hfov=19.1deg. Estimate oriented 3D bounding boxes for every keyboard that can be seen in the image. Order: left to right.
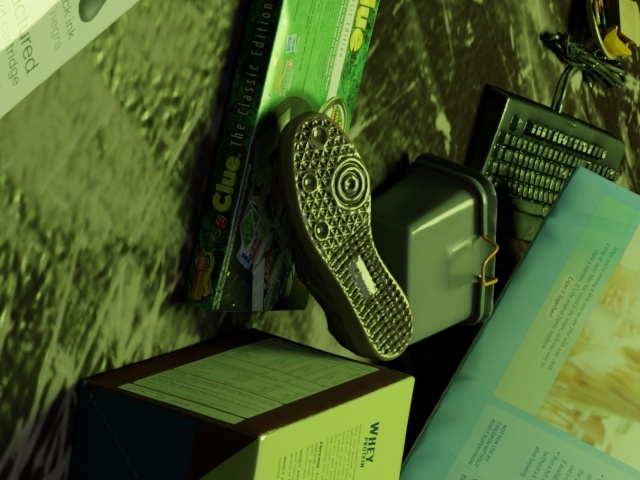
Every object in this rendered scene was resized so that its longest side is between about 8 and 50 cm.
[{"bbox_3d":[0.218,-0.096,1.732,0.317,0.033,0.201,9,96,-63],"label":"keyboard"}]

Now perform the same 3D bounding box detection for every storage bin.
[{"bbox_3d":[0.080,0.017,1.477,0.091,0.098,0.135,-29,130,-40],"label":"storage bin"}]

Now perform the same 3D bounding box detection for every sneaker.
[{"bbox_3d":[0.000,0.000,1.292,0.066,0.071,0.188,-35,117,-32],"label":"sneaker"}]

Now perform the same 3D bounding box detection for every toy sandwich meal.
[{"bbox_3d":[0.268,-0.204,1.740,0.085,0.029,0.085,38,47,-56],"label":"toy sandwich meal"}]

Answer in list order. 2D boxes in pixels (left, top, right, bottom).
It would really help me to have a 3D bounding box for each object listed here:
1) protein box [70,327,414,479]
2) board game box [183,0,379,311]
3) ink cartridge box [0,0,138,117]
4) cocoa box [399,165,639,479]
[{"bbox_3d":[-0.056,0.182,1.255,0.201,0.136,0.200,-14,115,-59],"label":"protein box"},{"bbox_3d":[-0.021,-0.079,1.299,0.136,0.030,0.259,5,100,-60],"label":"board game box"},{"bbox_3d":[-0.139,-0.224,0.893,0.307,0.129,0.223,-48,143,-40],"label":"ink cartridge box"},{"bbox_3d":[0.222,0.162,1.597,0.347,0.231,0.228,-57,168,-28],"label":"cocoa box"}]
